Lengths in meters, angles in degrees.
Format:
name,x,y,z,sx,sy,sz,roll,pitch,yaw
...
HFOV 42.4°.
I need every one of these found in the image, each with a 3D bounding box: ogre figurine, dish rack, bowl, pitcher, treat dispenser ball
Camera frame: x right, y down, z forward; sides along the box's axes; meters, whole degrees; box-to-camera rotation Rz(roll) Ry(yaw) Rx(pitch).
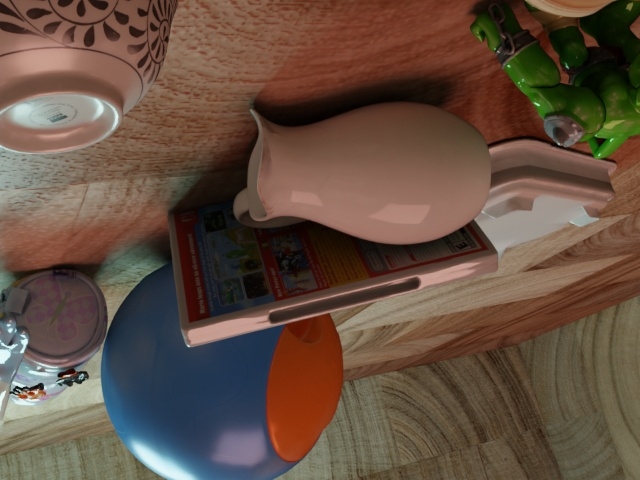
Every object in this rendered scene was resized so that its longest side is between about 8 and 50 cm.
name,x,y,z,sx,sy,sz,roll,pitch,yaw
ogre figurine,0.221,-0.132,0.630,0.197,0.118,0.097,-2,160,-40
dish rack,0.224,-0.030,1.088,0.285,0.072,0.333,-28,161,37
bowl,-0.155,-0.100,0.463,0.170,0.080,0.170,-15,165,-4
pitcher,0.030,-0.051,0.740,0.207,0.125,0.178,-1,163,-15
treat dispenser ball,-0.116,0.152,0.991,0.288,0.288,0.288,-14,165,-4

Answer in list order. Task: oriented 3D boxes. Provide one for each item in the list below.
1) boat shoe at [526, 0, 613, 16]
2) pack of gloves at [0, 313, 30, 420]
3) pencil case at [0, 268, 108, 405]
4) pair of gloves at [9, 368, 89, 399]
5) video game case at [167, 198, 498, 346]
name,x,y,z,sx,sy,sz,roll,pitch,yaw
boat shoe,0.193,-0.187,0.529,0.170,0.063,0.059,-17,165,-31
pack of gloves,-0.417,0.132,0.856,0.195,0.046,0.232,14,136,-21
pencil case,-0.345,0.127,1.017,0.124,0.113,0.273,5,157,-23
pair of gloves,-0.308,0.164,0.940,0.083,0.010,0.074,-18,165,-6
video game case,0.000,0.000,0.797,0.285,0.204,0.025,-13,123,-6
